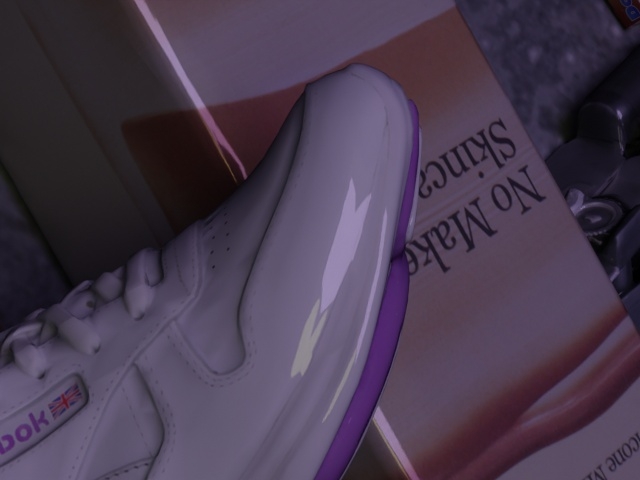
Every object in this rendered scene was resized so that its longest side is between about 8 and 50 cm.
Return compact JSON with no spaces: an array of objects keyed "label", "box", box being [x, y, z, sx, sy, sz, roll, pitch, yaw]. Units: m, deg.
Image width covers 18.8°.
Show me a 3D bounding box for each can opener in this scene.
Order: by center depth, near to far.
[{"label":"can opener","box":[0.167,-0.036,0.948,0.283,0.076,0.095,-43,133,-38]}]

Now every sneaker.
[{"label":"sneaker","box":[-0.080,0.064,0.616,0.152,0.114,0.305,32,97,-7]}]

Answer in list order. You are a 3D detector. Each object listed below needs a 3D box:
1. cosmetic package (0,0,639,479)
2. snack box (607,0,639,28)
[{"label":"cosmetic package","box":[0.000,0.000,0.760,0.153,0.129,0.296,-34,96,-40]},{"label":"snack box","box":[0.198,-0.183,1.036,0.178,0.022,0.064,-42,101,-38]}]
